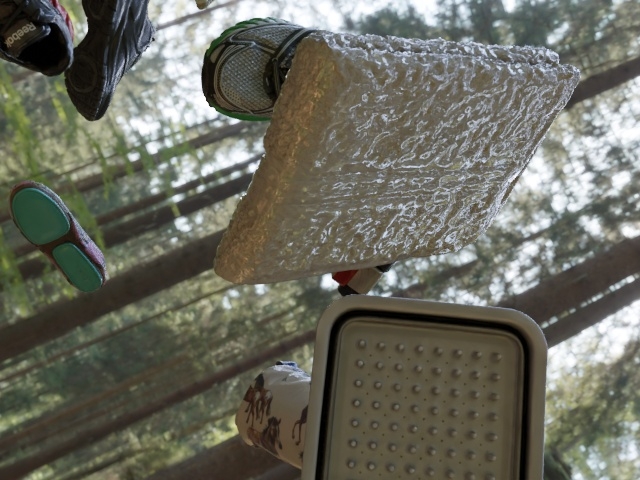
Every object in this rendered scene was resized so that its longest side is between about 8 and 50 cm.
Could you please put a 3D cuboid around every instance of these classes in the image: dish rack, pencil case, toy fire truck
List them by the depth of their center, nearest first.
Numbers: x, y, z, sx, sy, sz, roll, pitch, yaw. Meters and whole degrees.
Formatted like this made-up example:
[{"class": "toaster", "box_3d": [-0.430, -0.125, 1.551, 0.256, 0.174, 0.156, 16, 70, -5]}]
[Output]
[{"class": "dish rack", "box_3d": [0.124, 0.242, 0.951, 0.072, 0.286, 0.332, 81, 15, -79]}, {"class": "pencil case", "box_3d": [0.047, 0.308, 1.254, 0.410, 0.184, 0.159, 7, -68, 49]}, {"class": "toy fire truck", "box_3d": [0.000, 0.000, 1.524, 0.246, 0.158, 0.217, 35, 19, -14]}]

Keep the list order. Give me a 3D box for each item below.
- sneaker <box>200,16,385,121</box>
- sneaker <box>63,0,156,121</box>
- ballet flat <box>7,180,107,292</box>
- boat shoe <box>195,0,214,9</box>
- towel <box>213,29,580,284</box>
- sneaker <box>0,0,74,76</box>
[{"class": "sneaker", "box_3d": [0.013, -0.217, 1.004, 0.146, 0.344, 0.134, -146, -127, -59]}, {"class": "sneaker", "box_3d": [-0.347, -0.330, 1.329, 0.109, 0.130, 0.286, 42, -57, 23]}, {"class": "ballet flat", "box_3d": [-0.384, -0.015, 1.142, 0.079, 0.077, 0.221, -110, 175, -48]}, {"class": "boat shoe", "box_3d": [-0.215, -0.508, 1.576, 0.153, 0.056, 0.048, -61, 153, -57]}, {"class": "towel", "box_3d": [0.064, -0.062, 0.576, 0.049, 0.282, 0.187, 48, -52, 33]}, {"class": "sneaker", "box_3d": [-0.407, -0.309, 0.982, 0.276, 0.098, 0.135, 50, 7, -50]}]
